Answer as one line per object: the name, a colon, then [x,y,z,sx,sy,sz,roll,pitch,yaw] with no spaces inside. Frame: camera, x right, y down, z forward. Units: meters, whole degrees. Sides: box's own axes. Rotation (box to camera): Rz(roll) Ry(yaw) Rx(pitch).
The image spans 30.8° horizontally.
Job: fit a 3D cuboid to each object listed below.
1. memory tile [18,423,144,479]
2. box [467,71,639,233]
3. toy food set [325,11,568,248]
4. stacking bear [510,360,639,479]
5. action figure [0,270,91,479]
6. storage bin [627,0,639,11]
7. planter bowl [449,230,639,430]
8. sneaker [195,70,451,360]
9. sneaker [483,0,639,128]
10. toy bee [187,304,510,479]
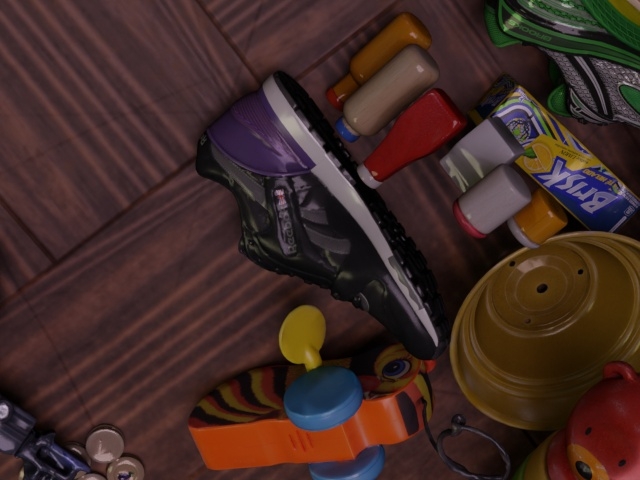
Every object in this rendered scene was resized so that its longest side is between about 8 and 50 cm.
memory tile: [-0.215,0.258,1.131,0.113,0.012,0.148,-26,108,0]
box: [0.215,-0.075,1.064,0.169,0.059,0.054,39,103,-16]
toy food set: [0.094,-0.073,0.982,0.104,0.111,0.232,-40,82,24]
stacking bear: [0.248,0.234,1.051,0.164,0.175,0.289,-17,142,-29]
action figure: [-0.352,0.163,0.978,0.341,0.178,0.330,30,72,-17]
storage bin: [0.309,-0.273,0.910,0.262,0.260,0.123,35,137,-16]
planter bowl: [0.217,0.064,1.081,0.217,0.090,0.217,-4,121,-6]
sneaker: [0.000,0.000,1.027,0.124,0.107,0.283,-35,86,13]
sneaker: [0.288,-0.151,1.035,0.343,0.134,0.146,36,124,-20]
toy bee: [0.039,0.154,1.066,0.298,0.162,0.195,16,128,16]
